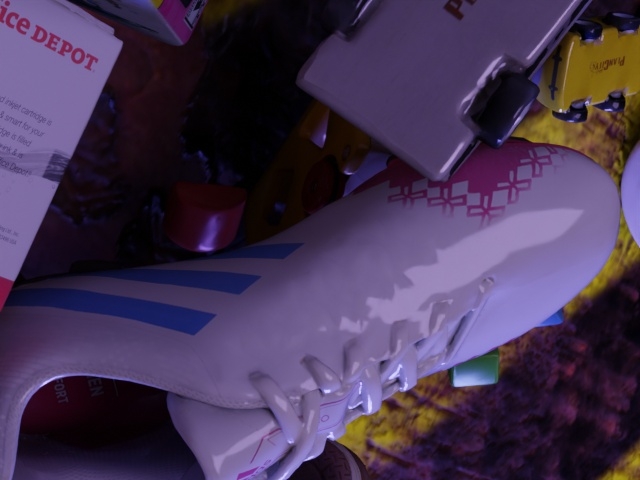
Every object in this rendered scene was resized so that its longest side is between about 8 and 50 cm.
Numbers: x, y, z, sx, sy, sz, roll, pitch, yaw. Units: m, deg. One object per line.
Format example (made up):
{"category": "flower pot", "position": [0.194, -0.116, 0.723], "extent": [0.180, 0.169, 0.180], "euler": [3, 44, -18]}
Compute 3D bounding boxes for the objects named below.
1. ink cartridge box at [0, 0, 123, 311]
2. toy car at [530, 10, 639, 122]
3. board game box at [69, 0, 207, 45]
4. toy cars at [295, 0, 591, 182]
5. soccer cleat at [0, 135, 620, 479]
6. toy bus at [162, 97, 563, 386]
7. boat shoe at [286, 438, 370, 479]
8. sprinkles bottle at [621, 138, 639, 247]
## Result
{"category": "ink cartridge box", "position": [-0.163, -0.043, 0.746], "extent": [0.109, 0.063, 0.150], "euler": [27, 86, -53]}
{"category": "toy car", "position": [0.095, -0.080, 1.059], "extent": [0.239, 0.053, 0.225], "euler": [36, 80, -52]}
{"category": "board game box", "position": [-0.055, -0.201, 0.639], "extent": [0.224, 0.097, 0.303], "euler": [-64, 177, 0]}
{"category": "toy cars", "position": [0.072, -0.213, 0.846], "extent": [0.087, 0.176, 0.394], "euler": [78, 9, -78]}
{"category": "soccer cleat", "position": [-0.008, 0.054, 0.812], "extent": [0.331, 0.143, 0.116], "euler": [-16, 127, -4]}
{"category": "toy bus", "position": [0.010, -0.006, 0.944], "extent": [0.191, 0.202, 0.104], "euler": [68, 11, -45]}
{"category": "boat shoe", "position": [-0.037, 0.221, 1.021], "extent": [0.095, 0.095, 0.257], "euler": [8, 115, -56]}
{"category": "sprinkles bottle", "position": [0.369, -0.075, 1.344], "extent": [0.355, 0.121, 0.121], "euler": [-24, 126, -43]}
